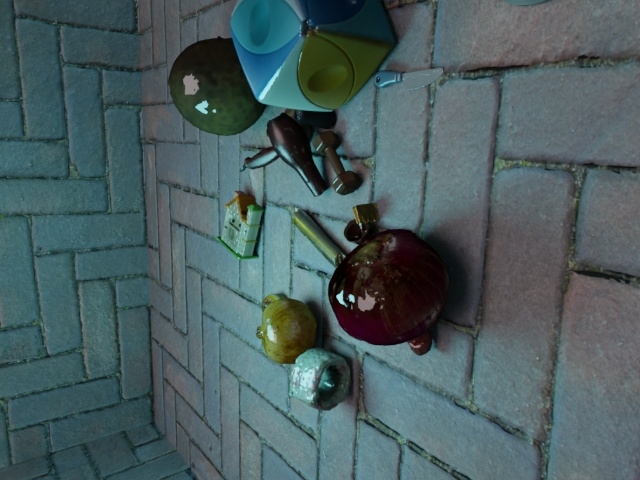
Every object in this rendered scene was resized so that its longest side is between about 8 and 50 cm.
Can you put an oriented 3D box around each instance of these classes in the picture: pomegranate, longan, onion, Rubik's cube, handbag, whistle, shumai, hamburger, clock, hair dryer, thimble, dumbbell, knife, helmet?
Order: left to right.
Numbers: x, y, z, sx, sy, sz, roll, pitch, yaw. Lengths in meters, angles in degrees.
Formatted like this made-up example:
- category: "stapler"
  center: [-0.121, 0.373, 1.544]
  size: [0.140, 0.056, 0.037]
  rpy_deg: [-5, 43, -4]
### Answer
- category: "longan"
  center: [-0.391, -0.604, 1.996]
  size: [0.391, 0.391, 0.391]
  rpy_deg: [12, 105, 52]
- category: "clock"
  center: [-0.346, -0.077, 2.260]
  size: [0.220, 0.106, 0.255]
  rpy_deg: [37, 119, 43]
- category: "hamburger"
  center: [-0.193, 0.284, 2.119]
  size: [0.141, 0.081, 0.127]
  rpy_deg: [-16, 82, 52]
- category: "hair dryer"
  center: [-0.160, -0.270, 1.858]
  size: [0.340, 0.123, 0.313]
  rpy_deg: [-19, 105, 39]
- category: "shumai"
  center: [-0.128, -0.414, 1.893]
  size: [0.201, 0.120, 0.201]
  rpy_deg: [9, 101, 55]
- category: "pomegranate"
  center: [-0.126, 0.341, 1.917]
  size: [0.248, 0.248, 0.248]
  rpy_deg: [12, 105, 52]
- category: "Rubik's cube"
  center: [-0.034, -0.628, 1.538]
  size: [0.347, 0.352, 0.352]
  rpy_deg: [-40, 66, 49]
- category: "hair dryer"
  center: [-0.039, -0.507, 1.769]
  size: [0.070, 0.128, 0.256]
  rpy_deg: [-40, 53, 49]
- category: "thimble"
  center: [-0.005, 0.493, 1.798]
  size: [0.149, 0.211, 0.185]
  rpy_deg: [7, 131, 51]
- category: "whistle"
  center: [-0.001, 0.000, 1.837]
  size: [0.326, 0.057, 0.068]
  rpy_deg: [47, 130, 39]
- category: "dumbbell"
  center: [0.053, -0.260, 1.704]
  size: [0.092, 0.082, 0.231]
  rpy_deg: [-48, 58, 47]
- category: "helmet"
  center: [0.132, -0.020, 1.658]
  size: [0.089, 0.057, 0.111]
  rpy_deg: [-52, 35, 0]
- category: "handbag"
  center: [0.142, -0.084, 1.610]
  size: [0.027, 0.083, 0.061]
  rpy_deg: [-27, 77, 53]
- category: "onion"
  center: [0.211, 0.173, 1.417]
  size: [0.347, 0.348, 0.385]
  rpy_deg: [2, 131, 53]
- category: "knife"
  center: [0.250, -0.462, 1.460]
  size: [0.244, 0.032, 0.058]
  rpy_deg: [19, 108, 46]

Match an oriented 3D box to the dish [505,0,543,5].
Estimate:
- category: "dish"
  center: [0.450, -0.679, 1.085]
  size: [0.316, 0.106, 0.317]
  rpy_deg: [12, 105, 52]
